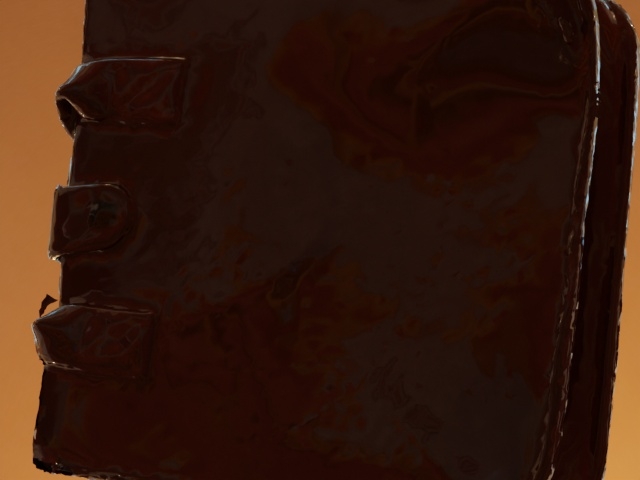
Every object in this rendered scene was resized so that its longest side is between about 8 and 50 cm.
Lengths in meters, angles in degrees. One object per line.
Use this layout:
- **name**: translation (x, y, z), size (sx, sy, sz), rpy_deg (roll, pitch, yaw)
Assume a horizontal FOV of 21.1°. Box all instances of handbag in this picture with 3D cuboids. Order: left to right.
- **handbag**: translation (0.000, 0.000, 0.785), size (0.275, 0.084, 0.260), rpy_deg (4, -94, 28)
